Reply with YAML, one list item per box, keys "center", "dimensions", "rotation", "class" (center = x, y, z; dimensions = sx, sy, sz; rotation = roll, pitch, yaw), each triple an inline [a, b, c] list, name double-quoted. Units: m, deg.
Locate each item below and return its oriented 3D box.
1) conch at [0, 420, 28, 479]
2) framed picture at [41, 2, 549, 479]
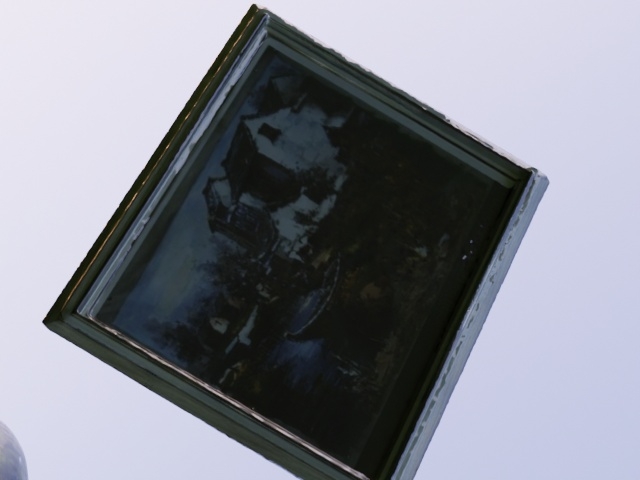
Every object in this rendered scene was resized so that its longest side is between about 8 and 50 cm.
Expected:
- center: [-0.338, 0.183, 1.523]
  dimensions: [0.187, 0.181, 0.124]
  rotation: [-37, -138, 52]
  class: "conch"
- center: [0.000, 0.000, 1.110]
  dimensions: [0.296, 0.232, 0.019]
  rotation: [-62, -177, -37]
  class: "framed picture"
